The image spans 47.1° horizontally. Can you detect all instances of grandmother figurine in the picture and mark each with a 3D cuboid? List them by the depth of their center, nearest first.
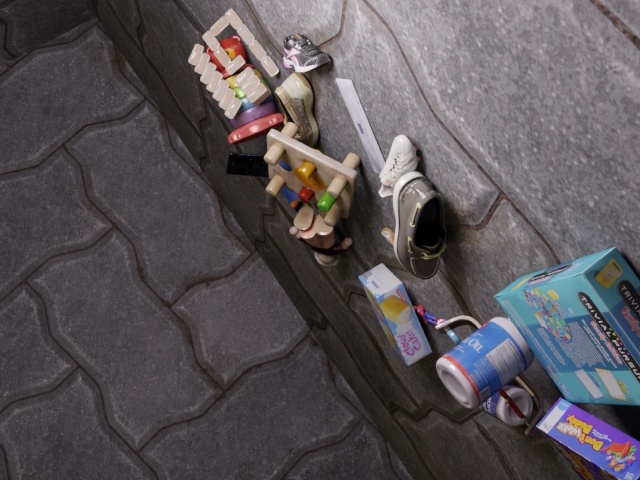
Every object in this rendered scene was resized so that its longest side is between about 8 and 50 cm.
[{"bbox_3d":[0.000,0.000,2.321,0.207,0.104,0.342,24,165,19],"label":"grandmother figurine"}]

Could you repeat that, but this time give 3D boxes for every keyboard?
[{"bbox_3d":[0.101,-0.261,1.714,0.256,0.014,0.072,64,169,-26],"label":"keyboard"}]

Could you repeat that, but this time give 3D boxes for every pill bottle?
[{"bbox_3d":[0.358,0.236,1.512,0.124,0.221,0.124,50,164,21],"label":"pill bottle"},{"bbox_3d":[0.442,0.393,1.827,0.094,0.094,0.169,61,165,-15],"label":"pill bottle"}]

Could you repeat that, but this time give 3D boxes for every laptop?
[{"bbox_3d":[-0.192,-0.198,2.531,0.234,0.264,0.137,131,142,-74],"label":"laptop"}]

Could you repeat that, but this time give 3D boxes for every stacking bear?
[{"bbox_3d":[-0.230,-0.442,2.116,0.164,0.175,0.289,-56,-57,-82],"label":"stacking bear"}]

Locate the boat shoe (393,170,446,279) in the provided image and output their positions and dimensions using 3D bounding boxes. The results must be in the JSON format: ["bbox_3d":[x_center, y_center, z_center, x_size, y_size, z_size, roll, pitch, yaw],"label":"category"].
[{"bbox_3d":[0.228,-0.012,1.635,0.091,0.109,0.305,49,161,43],"label":"boat shoe"}]

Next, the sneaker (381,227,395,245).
[{"bbox_3d":[0.195,-0.002,1.929,0.083,0.032,0.037,49,178,44],"label":"sneaker"}]

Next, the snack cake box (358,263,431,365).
[{"bbox_3d":[0.218,0.216,2.143,0.264,0.089,0.152,64,173,-26],"label":"snack cake box"}]

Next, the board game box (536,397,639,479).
[{"bbox_3d":[0.592,0.471,1.395,0.347,0.078,0.233,48,170,-26],"label":"board game box"}]

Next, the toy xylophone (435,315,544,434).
[{"bbox_3d":[0.399,0.298,1.669,0.323,0.081,0.236,51,-177,28],"label":"toy xylophone"}]

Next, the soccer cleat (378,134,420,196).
[{"bbox_3d":[0.166,-0.154,1.592,0.068,0.076,0.196,51,164,21],"label":"soccer cleat"}]

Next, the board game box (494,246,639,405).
[{"bbox_3d":[0.470,0.162,1.279,0.254,0.079,0.336,55,165,3],"label":"board game box"}]

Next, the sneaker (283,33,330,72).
[{"bbox_3d":[-0.044,-0.437,1.695,0.178,0.072,0.077,26,136,53],"label":"sneaker"}]

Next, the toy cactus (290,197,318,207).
[{"bbox_3d":[-0.046,-0.188,2.193,0.219,0.112,0.180,63,157,9],"label":"toy cactus"}]

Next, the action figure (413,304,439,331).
[{"bbox_3d":[0.296,0.212,2.053,0.115,0.030,0.038,42,163,51],"label":"action figure"}]

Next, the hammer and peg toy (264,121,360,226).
[{"bbox_3d":[-0.034,-0.151,1.980,0.265,0.127,0.361,28,159,8],"label":"hammer and peg toy"}]

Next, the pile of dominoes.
[{"bbox_3d":[-0.240,-0.483,2.034,0.251,0.196,0.040,54,-167,11],"label":"pile of dominoes"}]

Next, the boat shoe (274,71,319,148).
[{"bbox_3d":[-0.071,-0.331,1.953,0.104,0.089,0.285,48,164,27],"label":"boat shoe"}]

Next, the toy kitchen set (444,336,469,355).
[{"bbox_3d":[0.368,0.306,1.903,0.068,0.083,0.075,54,165,11],"label":"toy kitchen set"}]
